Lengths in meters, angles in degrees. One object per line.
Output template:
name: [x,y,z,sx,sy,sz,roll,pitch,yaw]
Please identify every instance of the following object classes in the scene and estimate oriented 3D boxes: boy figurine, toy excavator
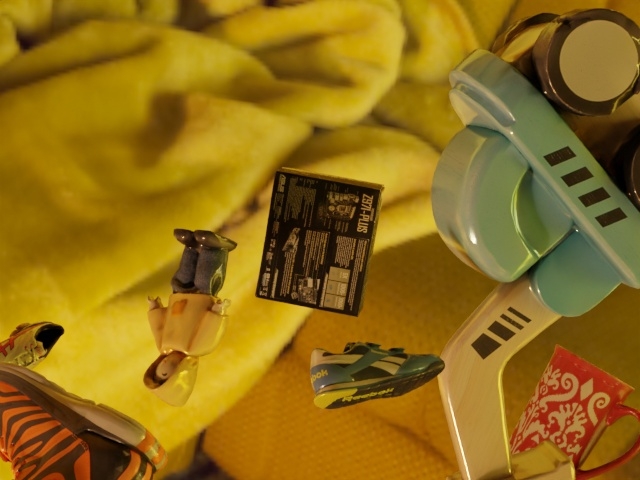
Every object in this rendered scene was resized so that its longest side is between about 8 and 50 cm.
boy figurine: [-0.225,0.126,2.035,0.177,0.285,0.092,8,-12,39]
toy excavator: [0.221,0.031,1.337,0.433,0.445,0.222,49,1,-12]

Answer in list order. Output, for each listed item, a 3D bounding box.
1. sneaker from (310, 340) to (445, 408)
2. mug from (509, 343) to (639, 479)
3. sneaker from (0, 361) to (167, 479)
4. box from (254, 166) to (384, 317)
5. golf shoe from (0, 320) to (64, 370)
sneaker: [0.055,0.123,1.224,0.144,0.053,0.059,-5,60,-25]
mug: [0.315,0.237,1.572,0.113,0.169,0.150,30,1,-32]
sneaker: [-0.336,0.252,1.403,0.321,0.124,0.180,11,54,41]
box: [0.000,0.000,1.713,0.147,0.180,0.077,10,8,6]
golf shoe: [-0.502,0.189,2.070,0.086,0.067,0.186,-13,24,33]
